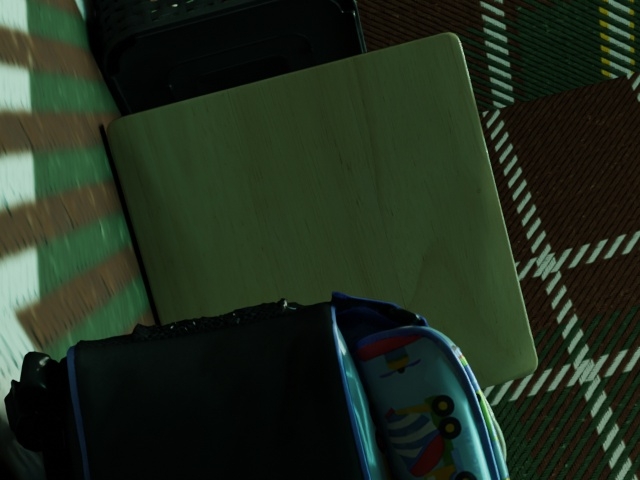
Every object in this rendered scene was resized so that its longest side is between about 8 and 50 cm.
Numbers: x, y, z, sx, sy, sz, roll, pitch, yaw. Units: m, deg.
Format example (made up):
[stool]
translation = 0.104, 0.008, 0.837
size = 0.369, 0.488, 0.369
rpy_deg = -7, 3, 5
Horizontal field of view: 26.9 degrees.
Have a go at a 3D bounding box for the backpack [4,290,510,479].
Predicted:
[backpack]
translation = -0.004, 0.107, 0.374
size = 0.173, 0.117, 0.158
rpy_deg = 78, -1, -71

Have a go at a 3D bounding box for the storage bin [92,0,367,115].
[storage bin]
translation = -0.039, -0.092, 0.698
size = 0.180, 0.122, 0.084
rpy_deg = 72, 4, -59

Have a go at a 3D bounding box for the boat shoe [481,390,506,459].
[boat shoe]
translation = 0.051, 0.065, 1.055
size = 0.302, 0.109, 0.094
rpy_deg = 50, -12, -7

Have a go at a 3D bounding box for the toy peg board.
[toy peg board]
translation = 0.000, 0.000, 0.633
size = 0.079, 0.161, 0.161
rpy_deg = -127, -158, -81
